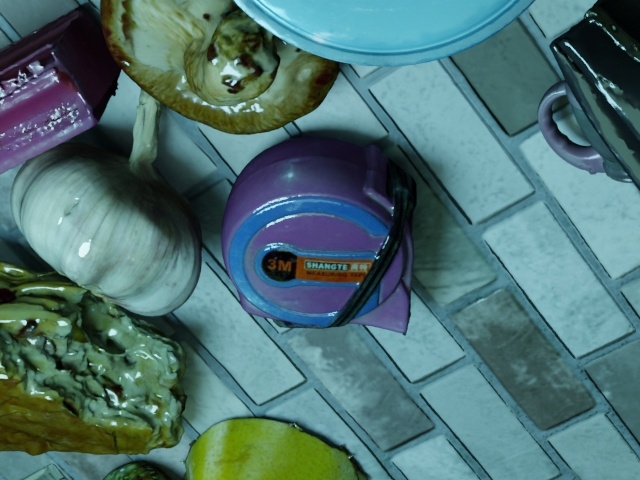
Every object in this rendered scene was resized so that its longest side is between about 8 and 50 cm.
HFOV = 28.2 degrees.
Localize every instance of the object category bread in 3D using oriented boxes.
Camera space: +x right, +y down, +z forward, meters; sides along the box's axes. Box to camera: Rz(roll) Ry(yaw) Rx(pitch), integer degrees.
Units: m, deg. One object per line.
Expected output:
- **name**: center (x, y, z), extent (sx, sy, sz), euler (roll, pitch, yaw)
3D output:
- **bread**: center (-0.352, 0.141, 1.586), extent (0.370, 0.191, 0.314), euler (0, 146, -2)

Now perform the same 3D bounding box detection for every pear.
- **pear**: center (-0.077, 0.384, 1.725), extent (0.267, 0.178, 0.266), euler (5, 125, 7)

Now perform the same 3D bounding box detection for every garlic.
- **garlic**: center (-0.229, -0.060, 1.480), extent (0.245, 0.245, 0.253), euler (24, 88, -7)

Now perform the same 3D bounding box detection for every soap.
- **soap**: center (-0.356, -0.158, 1.445), extent (0.250, 0.162, 0.099), euler (-22, 122, 21)

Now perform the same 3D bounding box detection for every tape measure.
- **tape measure**: center (0.000, 0.000, 1.504), extent (0.232, 0.149, 0.245), euler (5, 129, 1)

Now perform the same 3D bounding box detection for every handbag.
- **handbag**: center (0.399, -0.186, 1.270), extent (0.288, 0.342, 0.152), euler (40, 161, -8)

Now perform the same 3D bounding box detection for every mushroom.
- **mushroom**: center (-0.119, -0.230, 1.354), extent (0.267, 0.254, 0.267), euler (8, 107, 28)

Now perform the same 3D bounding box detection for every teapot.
- **teapot**: center (0.323, -0.127, 1.393), extent (0.148, 0.116, 0.146), euler (-22, 122, 2)

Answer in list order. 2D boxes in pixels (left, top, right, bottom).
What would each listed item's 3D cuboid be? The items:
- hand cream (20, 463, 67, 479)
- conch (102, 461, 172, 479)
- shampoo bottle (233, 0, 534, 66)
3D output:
- **hand cream**: center (-0.439, 0.376, 1.855), extent (0.165, 0.037, 0.057), euler (-28, 114, 14)
- **conch**: center (-0.251, 0.401, 1.787), extent (0.181, 0.124, 0.187), euler (30, 133, -3)
- **shampoo bottle**: center (0.067, -0.372, 1.148), extent (0.331, 0.342, 0.331), euler (4, 121, 6)
